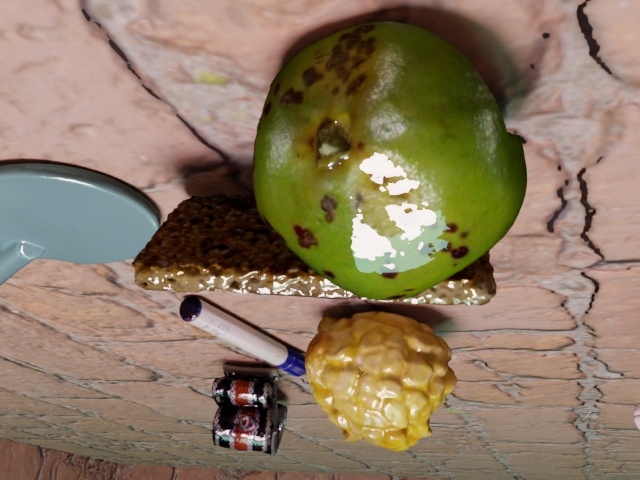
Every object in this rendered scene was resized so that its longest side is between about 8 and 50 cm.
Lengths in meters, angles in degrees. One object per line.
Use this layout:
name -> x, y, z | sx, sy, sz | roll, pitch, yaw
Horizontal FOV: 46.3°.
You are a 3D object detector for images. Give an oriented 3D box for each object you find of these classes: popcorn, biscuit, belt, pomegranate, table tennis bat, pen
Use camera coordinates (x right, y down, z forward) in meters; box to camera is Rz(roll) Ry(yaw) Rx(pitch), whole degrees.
popcorn -> 0.062, 0.148, 0.823 | 0.170, 0.180, 0.180 | -33, 147, 12
biscuit -> 0.000, 0.000, 0.507 | 0.231, 0.131, 0.025 | 1, 116, 7
belt -> -0.110, 0.289, 1.217 | 0.094, 0.126, 0.359 | 5, 159, 3
pomegranate -> 0.039, -0.026, 0.409 | 0.143, 0.122, 0.169 | -5, 155, 17
table tennis bat -> -0.237, -0.004, 0.634 | 0.153, 0.040, 0.244 | 24, 147, -38
pen -> -0.087, 0.123, 0.921 | 0.033, 0.033, 0.269 | -6, 156, 25

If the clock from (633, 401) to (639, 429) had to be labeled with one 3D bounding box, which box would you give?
clock -> 0.446, 0.139, 0.564 | 0.368, 0.250, 0.377 | 4, 158, -4
